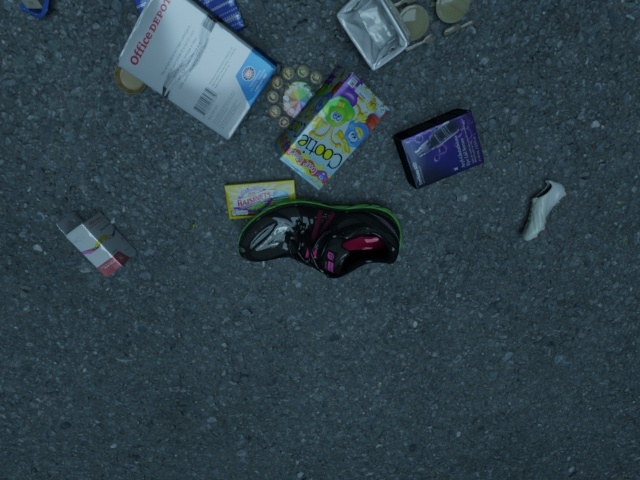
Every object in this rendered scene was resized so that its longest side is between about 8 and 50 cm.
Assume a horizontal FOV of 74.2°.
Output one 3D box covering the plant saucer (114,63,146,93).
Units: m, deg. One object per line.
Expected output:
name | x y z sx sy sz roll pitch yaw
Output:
plant saucer | -0.502 -0.433 1.125 0.083 0.015 0.083 -1 111 -4

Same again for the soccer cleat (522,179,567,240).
soccer cleat | 0.669 -0.093 1.300 0.076 0.068 0.196 28 99 -8

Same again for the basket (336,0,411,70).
basket | 0.140 -0.537 1.063 0.113 0.103 0.167 -26 111 34

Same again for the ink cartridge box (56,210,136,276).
ink cartridge box | -0.643 -0.006 1.223 0.067 0.115 0.198 -33 109 10

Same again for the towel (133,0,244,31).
towel | -0.360 -0.649 1.040 0.243 0.040 0.336 -21 111 5

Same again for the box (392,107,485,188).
box | 0.329 -0.258 1.191 0.207 0.108 0.153 -23 111 5

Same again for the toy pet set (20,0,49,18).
toy pet set | -0.685 -0.614 1.035 0.122 0.065 0.114 -2 76 -6

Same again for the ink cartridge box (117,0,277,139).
ink cartridge box | -0.295 -0.441 1.053 0.307 0.129 0.223 33 112 -20

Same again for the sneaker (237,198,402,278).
sneaker | 0.000 0.000 1.206 0.482 0.202 0.185 -5 129 -1

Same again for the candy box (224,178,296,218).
candy box | -0.175 -0.123 1.255 0.205 0.027 0.105 -5 109 -2

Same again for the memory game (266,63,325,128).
memory game | -0.059 -0.388 1.170 0.186 0.012 0.186 -1 111 -3

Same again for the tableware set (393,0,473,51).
tableware set | 0.288 -0.592 1.102 0.194 0.039 0.128 -20 122 10

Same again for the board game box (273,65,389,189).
board game box | 0.021 -0.299 1.127 0.142 0.144 0.275 35 105 -27
